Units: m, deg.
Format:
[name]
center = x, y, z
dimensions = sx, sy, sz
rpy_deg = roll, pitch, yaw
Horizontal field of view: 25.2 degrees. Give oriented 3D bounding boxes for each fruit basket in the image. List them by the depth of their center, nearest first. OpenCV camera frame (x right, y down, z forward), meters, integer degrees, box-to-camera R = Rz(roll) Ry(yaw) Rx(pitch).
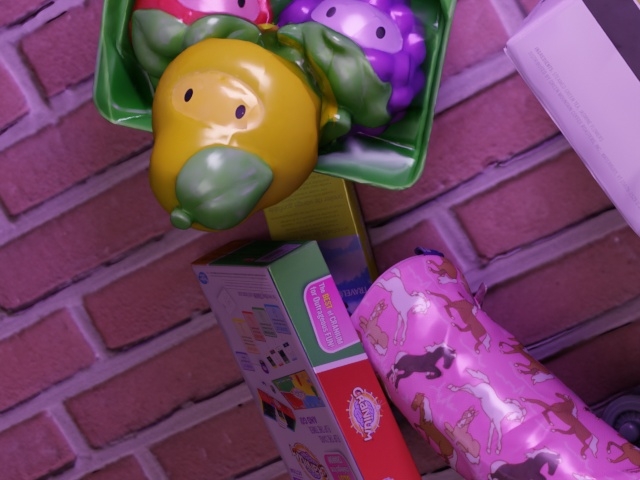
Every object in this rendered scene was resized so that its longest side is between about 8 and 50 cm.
[fruit basket]
center = -0.062, -0.176, 1.437
dimensions = 0.392, 0.392, 0.283
rpy_deg = 14, 111, 10

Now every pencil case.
[pencil case]
center = 0.194, 0.179, 1.508
dimensions = 0.167, 0.160, 0.386
rpy_deg = -43, 57, 0

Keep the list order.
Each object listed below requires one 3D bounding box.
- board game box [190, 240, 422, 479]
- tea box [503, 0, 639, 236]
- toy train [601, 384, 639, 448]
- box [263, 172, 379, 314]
[board game box]
center = -0.017, 0.154, 1.612
dimensions = 0.064, 0.242, 0.316
rpy_deg = -28, 102, -22
[tea box]
center = 0.377, -0.211, 1.324
dimensions = 0.323, 0.329, 0.220
rpy_deg = -34, 96, 21
[toy train]
center = 0.350, 0.302, 1.582
dimensions = 0.190, 0.142, 0.334
rpy_deg = 44, 113, 18
[box]
center = 0.000, 0.000, 1.650
dimensions = 0.109, 0.042, 0.178
rpy_deg = -11, 105, 19
